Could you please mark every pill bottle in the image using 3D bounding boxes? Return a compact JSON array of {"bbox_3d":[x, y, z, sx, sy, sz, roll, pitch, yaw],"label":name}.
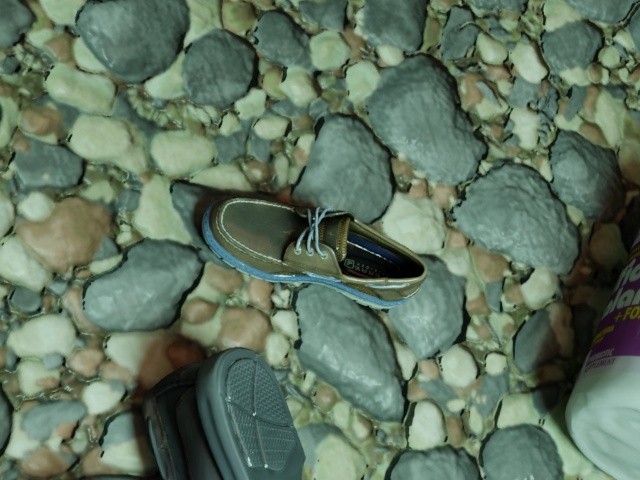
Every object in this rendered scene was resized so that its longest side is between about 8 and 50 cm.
[{"bbox_3d":[0.331,0.056,1.162,0.169,0.169,0.302,35,61,-11],"label":"pill bottle"}]

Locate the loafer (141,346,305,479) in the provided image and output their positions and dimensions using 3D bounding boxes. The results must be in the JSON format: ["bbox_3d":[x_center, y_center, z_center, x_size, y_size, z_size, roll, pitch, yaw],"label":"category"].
[{"bbox_3d":[-0.049,0.230,0.982,0.109,0.095,0.303,-4,77,-58],"label":"loafer"}]

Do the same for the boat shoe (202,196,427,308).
[{"bbox_3d":[0.000,0.000,1.083,0.183,0.066,0.066,15,66,-20],"label":"boat shoe"}]
